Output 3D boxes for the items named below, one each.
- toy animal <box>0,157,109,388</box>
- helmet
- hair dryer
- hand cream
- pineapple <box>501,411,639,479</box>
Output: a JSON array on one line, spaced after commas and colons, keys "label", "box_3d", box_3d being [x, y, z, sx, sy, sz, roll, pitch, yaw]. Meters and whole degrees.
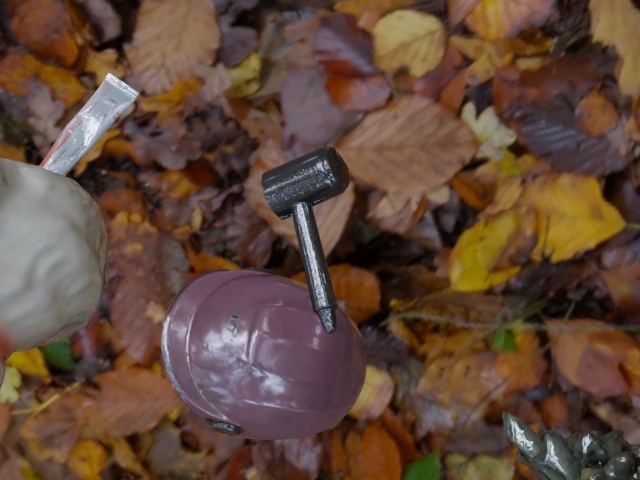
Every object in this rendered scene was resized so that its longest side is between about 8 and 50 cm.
[{"label": "toy animal", "box_3d": [-0.240, 0.051, 0.622, 0.308, 0.266, 0.188, -25, 83, 56]}, {"label": "helmet", "box_3d": [-0.062, 0.179, 1.554, 0.197, 0.271, 0.338, -4, 152, 38]}, {"label": "hair dryer", "box_3d": [-0.002, 0.001, 1.341, 0.114, 0.070, 0.248, -22, 70, 25]}, {"label": "hand cream", "box_3d": [-0.366, -0.159, 1.510, 0.052, 0.038, 0.216, 43, 76, -22]}, {"label": "pineapple", "box_3d": [0.204, 0.178, 0.599, 0.340, 0.169, 0.169, 3, 118, 65]}]
